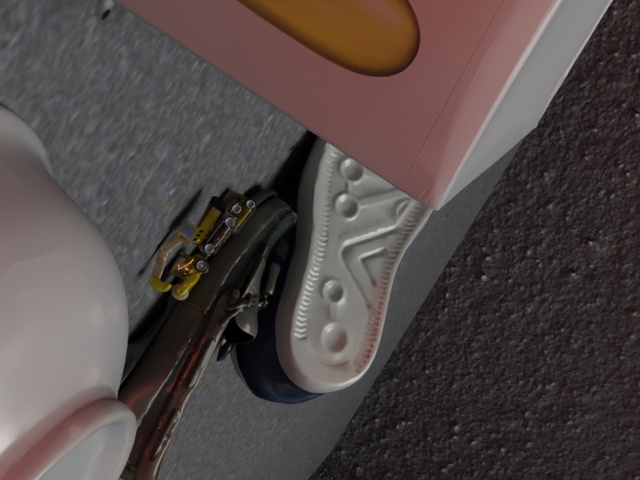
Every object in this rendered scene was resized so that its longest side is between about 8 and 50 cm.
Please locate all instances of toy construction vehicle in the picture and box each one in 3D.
[{"bbox_3d":[-0.091,-0.001,0.852,0.098,0.035,0.086,-53,180,-2],"label":"toy construction vehicle"}]

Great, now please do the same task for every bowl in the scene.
[{"bbox_3d":[-0.176,0.094,0.492,0.298,0.134,0.298,-53,168,-16],"label":"bowl"}]

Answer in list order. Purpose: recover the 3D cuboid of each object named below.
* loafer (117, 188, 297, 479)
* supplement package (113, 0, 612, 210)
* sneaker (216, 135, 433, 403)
[{"bbox_3d":[-0.093,0.080,0.921,0.267,0.084,0.096,-52,168,-17],"label":"loafer"},{"bbox_3d":[0.028,-0.158,0.438,0.194,0.203,0.149,-62,167,28],"label":"supplement package"},{"bbox_3d":[0.000,0.001,1.086,0.236,0.130,0.322,-21,-131,67],"label":"sneaker"}]
